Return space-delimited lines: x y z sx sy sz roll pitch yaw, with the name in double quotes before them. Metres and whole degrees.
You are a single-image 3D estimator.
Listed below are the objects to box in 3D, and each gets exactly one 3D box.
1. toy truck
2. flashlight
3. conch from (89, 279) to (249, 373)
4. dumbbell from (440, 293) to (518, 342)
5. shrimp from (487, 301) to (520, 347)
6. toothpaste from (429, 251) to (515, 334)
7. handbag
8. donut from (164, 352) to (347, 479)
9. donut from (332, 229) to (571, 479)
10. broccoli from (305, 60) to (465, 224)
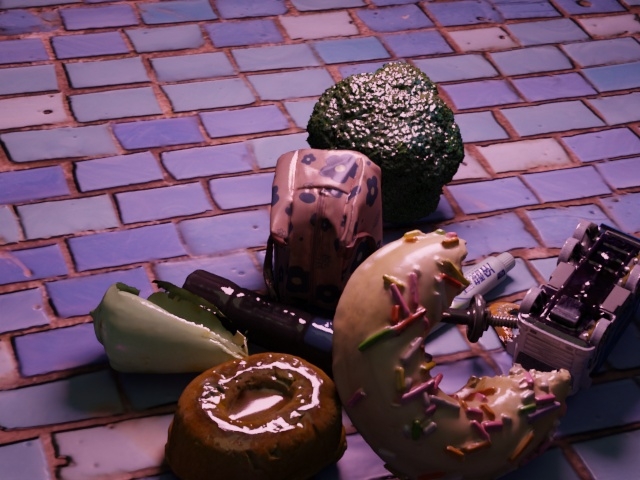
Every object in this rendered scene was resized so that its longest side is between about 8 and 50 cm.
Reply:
"toy truck" 0.434 0.098 2.031 0.146 0.175 0.367 25 41 23
"flashlight" -0.032 0.150 1.957 0.424 0.103 0.103 19 39 17
"conch" -0.222 0.130 1.904 0.251 0.137 0.143 0 4 -7
"dumbbell" 0.189 0.117 1.992 0.254 0.110 0.110 8 38 -4
"shrimp" 0.322 0.141 2.078 0.091 0.025 0.127 6 35 -5
"toothpaste" 0.221 0.096 2.105 0.297 0.048 0.075 -31 58 -35
"handbag" 0.000 0.000 2.033 0.190 0.251 0.193 4 47 6
"donut" -0.094 0.260 1.771 0.261 0.128 0.208 -25 48 -37
"donut" 0.174 0.179 1.787 0.307 0.150 0.371 -39 94 -25
"broccoli" 0.103 -0.179 2.264 0.298 0.297 0.297 -7 15 -18
